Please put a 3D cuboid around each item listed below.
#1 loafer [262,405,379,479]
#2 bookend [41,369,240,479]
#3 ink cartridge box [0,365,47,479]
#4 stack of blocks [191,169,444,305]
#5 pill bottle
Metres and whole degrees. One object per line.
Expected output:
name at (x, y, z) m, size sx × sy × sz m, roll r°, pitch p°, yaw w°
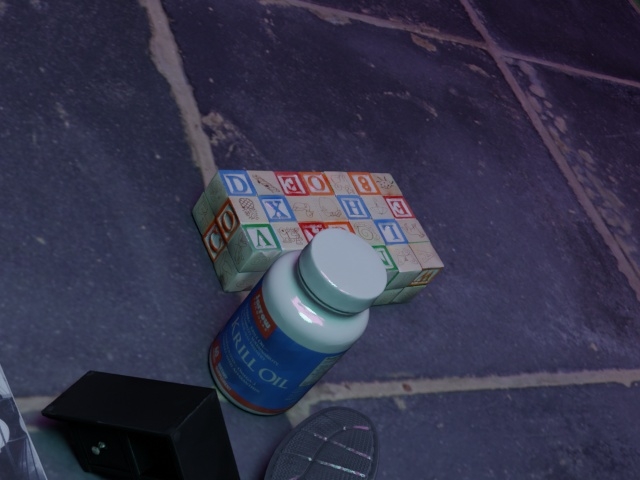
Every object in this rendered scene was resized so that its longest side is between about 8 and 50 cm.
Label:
loafer at (-0.020, 0.292, 0.928) m, size 0.109 × 0.095 × 0.302 m, roll 19°, pitch 34°, yaw 8°
bookend at (-0.164, 0.215, 0.875) m, size 0.157 × 0.156 × 0.072 m, roll 4°, pitch 28°, yaw 29°
ink cartridge box at (-0.314, 0.230, 0.770) m, size 0.165 × 0.065 × 0.332 m, roll -9°, pitch 59°, yaw -43°
stack of blocks at (0.000, 0.000, 1.211) m, size 0.297 × 0.087 × 0.171 m, roll -2°, pitch 54°, yaw -39°
pill bottle at (-0.024, 0.087, 1.002) m, size 0.124 × 0.221 × 0.124 m, roll 21°, pitch 42°, yaw -20°
